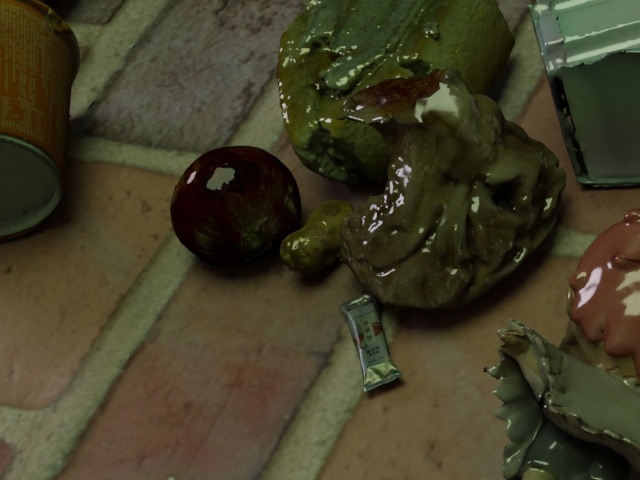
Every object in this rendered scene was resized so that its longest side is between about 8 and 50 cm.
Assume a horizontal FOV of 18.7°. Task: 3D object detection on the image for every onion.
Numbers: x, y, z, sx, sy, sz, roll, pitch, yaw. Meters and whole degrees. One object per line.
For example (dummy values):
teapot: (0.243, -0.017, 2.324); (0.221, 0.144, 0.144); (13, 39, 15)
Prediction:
onion: (-0.078, -0.034, 1.729); (0.117, 0.118, 0.118); (-37, 46, -10)

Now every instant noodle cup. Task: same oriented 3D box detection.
instant noodle cup: (-0.329, -0.110, 1.840); (0.216, 0.216, 0.172); (-15, 53, 7)

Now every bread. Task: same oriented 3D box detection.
bread: (0.062, -0.162, 1.777); (0.186, 0.124, 0.257); (-3, 44, 30)

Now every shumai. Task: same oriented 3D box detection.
shumai: (0.097, -0.053, 1.626); (0.206, 0.175, 0.166); (-43, 47, -19)

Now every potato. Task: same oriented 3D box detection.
potato: (0.000, 0.000, 1.708); (0.045, 0.046, 0.092); (14, 43, 32)

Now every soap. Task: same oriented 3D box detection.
soap: (0.407, -0.208, 1.669); (0.446, 0.156, 0.261); (-16, 45, 6)

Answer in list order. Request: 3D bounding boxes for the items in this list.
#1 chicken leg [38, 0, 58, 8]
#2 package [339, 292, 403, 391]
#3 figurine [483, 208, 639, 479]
chicken leg: (-0.322, -0.296, 2.096); (0.158, 0.096, 0.407); (-6, 40, 44)
package: (0.043, 0.084, 1.630); (0.037, 0.015, 0.110); (-23, 42, 7)
figurine: (0.240, 0.085, 1.463); (0.207, 0.166, 0.387); (31, 56, 2)
